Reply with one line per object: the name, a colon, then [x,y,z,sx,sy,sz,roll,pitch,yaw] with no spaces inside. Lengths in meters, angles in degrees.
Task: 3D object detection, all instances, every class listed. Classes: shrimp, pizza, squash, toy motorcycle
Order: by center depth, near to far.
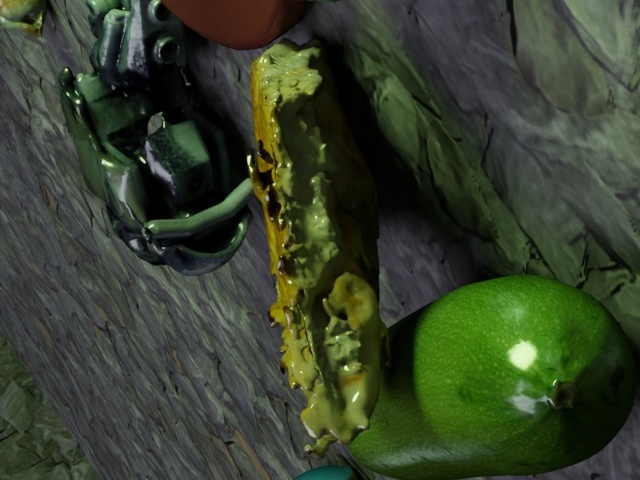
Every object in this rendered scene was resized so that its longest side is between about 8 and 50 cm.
squash: [0.082,0.082,0.933,0.107,0.107,0.395,59,164,3]
pizza: [-0.001,0.000,0.939,0.297,0.071,0.189,-93,-1,-64]
toy motorcycle: [-0.118,-0.079,1.233,0.159,0.106,0.270,38,143,41]
shrimp: [-0.309,-0.253,1.567,0.161,0.049,0.166,64,163,-6]

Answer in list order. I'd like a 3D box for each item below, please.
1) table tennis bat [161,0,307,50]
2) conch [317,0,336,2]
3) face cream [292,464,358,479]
table tennis bat: [-0.124,-0.252,1.062,0.415,0.051,0.268,26,142,57]
conch: [-0.018,-0.169,0.819,0.135,0.102,0.153,48,161,-10]
face cream: [0.049,0.321,1.478,0.285,0.067,0.139,63,161,-14]
